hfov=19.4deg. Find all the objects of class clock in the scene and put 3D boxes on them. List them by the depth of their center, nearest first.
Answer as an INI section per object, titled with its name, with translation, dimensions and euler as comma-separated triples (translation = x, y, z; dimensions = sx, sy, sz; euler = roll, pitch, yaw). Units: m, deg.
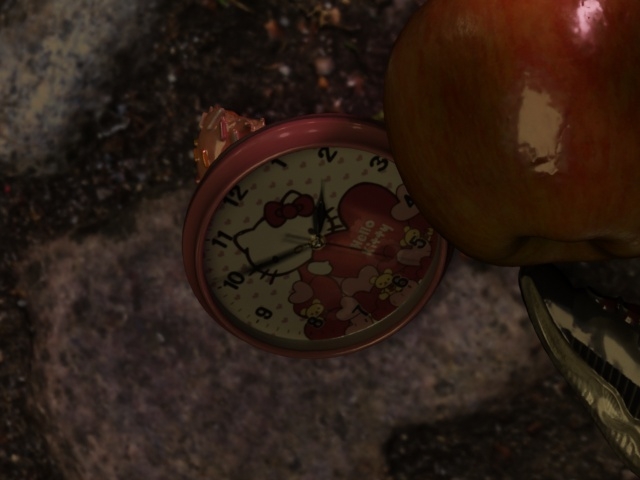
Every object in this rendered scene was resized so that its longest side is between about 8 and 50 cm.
[clock]
translation = 0.000, -0.001, 1.635
dimensions = 0.244, 0.056, 0.244
euler = -4, 123, -7

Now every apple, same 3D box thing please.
[apple]
translation = 0.184, -0.091, 1.503
dimensions = 0.264, 0.264, 0.264
euler = 2, 96, 19

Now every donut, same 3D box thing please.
[donut]
translation = -0.050, -0.048, 1.696
dimensions = 0.166, 0.065, 0.117
euler = 24, 105, 16

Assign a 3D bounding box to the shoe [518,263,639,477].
[shoe]
translation = 0.263, 0.097, 1.593
dimensions = 0.112, 0.099, 0.227
euler = -33, 88, 12
